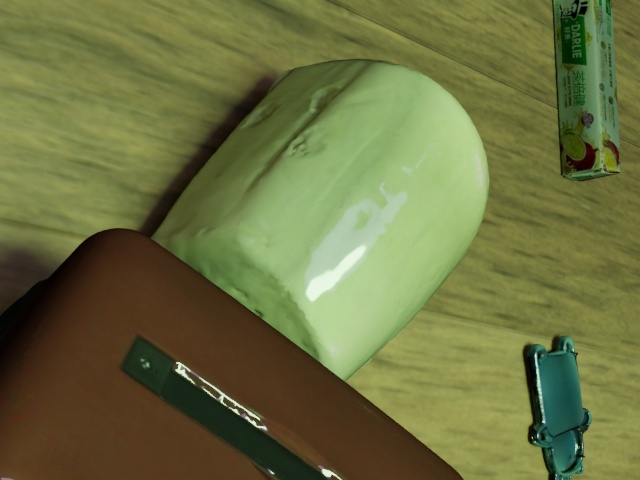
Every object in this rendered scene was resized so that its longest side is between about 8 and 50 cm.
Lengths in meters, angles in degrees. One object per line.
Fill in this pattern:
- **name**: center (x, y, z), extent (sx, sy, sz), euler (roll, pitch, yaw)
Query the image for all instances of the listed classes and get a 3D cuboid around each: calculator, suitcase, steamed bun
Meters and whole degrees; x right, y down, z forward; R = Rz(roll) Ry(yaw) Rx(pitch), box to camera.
- **calculator**: center (0.235, 0.167, 0.909), extent (0.094, 0.019, 0.141), euler (-7, 89, -41)
- **suitcase**: center (-0.065, 0.156, 0.478), extent (0.297, 0.161, 0.236), euler (39, 29, -14)
- **steamed bun**: center (0.000, 0.000, 0.637), extent (0.225, 0.200, 0.170), euler (-48, 124, -21)

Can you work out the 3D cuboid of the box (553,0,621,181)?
- **box**: center (0.284, -0.167, 0.989), extent (0.041, 0.050, 0.207), euler (9, 77, -41)
